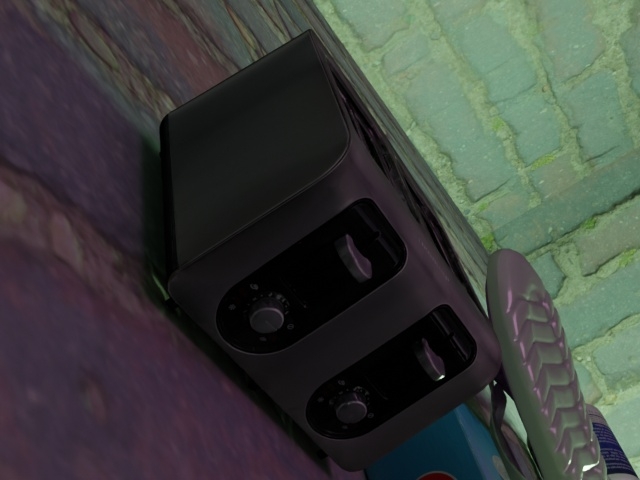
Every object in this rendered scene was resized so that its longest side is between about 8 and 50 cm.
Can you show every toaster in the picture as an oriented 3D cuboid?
[{"bbox_3d":[0.000,0.000,0.495,0.168,0.110,0.186,52,13,-34],"label":"toaster"}]

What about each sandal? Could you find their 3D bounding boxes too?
[{"bbox_3d":[0.233,0.217,1.010,0.169,0.102,0.416,-14,86,-63],"label":"sandal"}]

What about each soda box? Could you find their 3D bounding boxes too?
[{"bbox_3d":[0.086,0.184,0.497,0.071,0.067,0.210,49,15,-40],"label":"soda box"}]

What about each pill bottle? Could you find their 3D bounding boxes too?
[{"bbox_3d":[0.351,0.314,1.200,0.112,0.112,0.187,50,14,-39],"label":"pill bottle"}]
